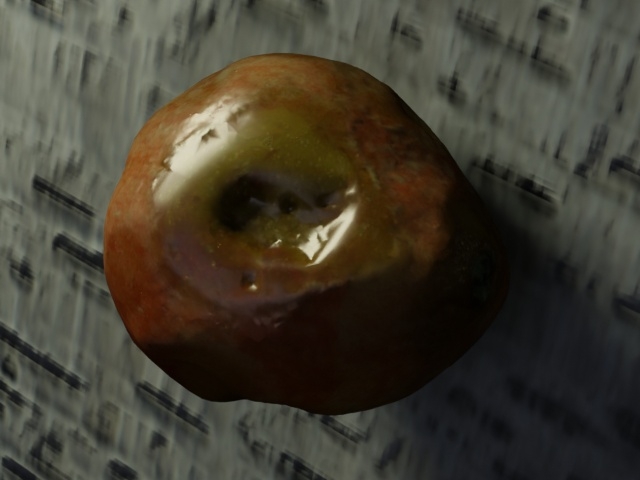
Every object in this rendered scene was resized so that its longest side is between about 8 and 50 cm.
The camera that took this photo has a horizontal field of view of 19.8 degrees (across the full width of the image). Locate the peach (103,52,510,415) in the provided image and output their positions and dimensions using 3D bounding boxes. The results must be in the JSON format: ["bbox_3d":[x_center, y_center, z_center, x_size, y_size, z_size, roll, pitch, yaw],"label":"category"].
[{"bbox_3d":[0.000,0.000,1.063,0.236,0.214,0.214,12,112,31],"label":"peach"}]
